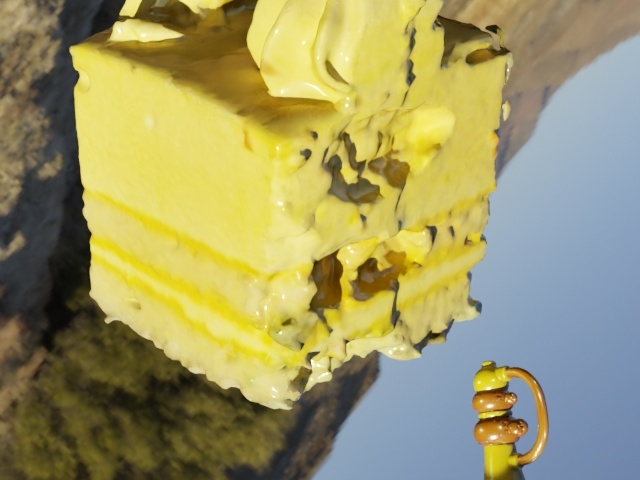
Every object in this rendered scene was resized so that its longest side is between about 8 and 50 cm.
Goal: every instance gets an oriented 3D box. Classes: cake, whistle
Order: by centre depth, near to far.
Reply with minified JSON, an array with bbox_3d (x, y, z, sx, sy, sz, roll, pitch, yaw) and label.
[{"bbox_3d":[-0.018,-0.072,0.700,0.222,0.227,0.286,-25,128,-41],"label":"cake"},{"bbox_3d":[0.128,0.137,0.719,0.057,0.046,0.109,131,-44,-77],"label":"whistle"}]
